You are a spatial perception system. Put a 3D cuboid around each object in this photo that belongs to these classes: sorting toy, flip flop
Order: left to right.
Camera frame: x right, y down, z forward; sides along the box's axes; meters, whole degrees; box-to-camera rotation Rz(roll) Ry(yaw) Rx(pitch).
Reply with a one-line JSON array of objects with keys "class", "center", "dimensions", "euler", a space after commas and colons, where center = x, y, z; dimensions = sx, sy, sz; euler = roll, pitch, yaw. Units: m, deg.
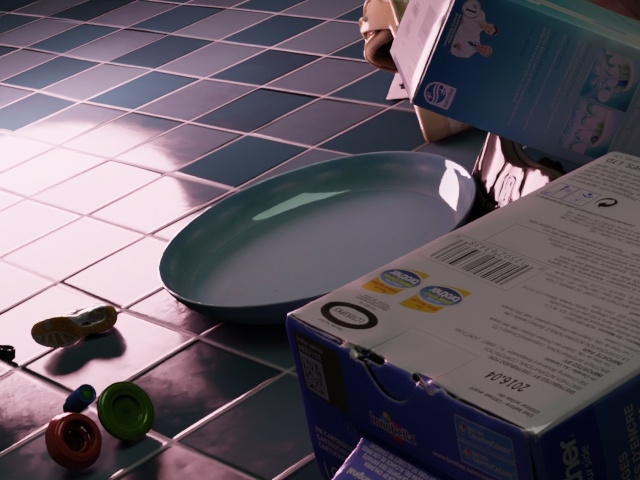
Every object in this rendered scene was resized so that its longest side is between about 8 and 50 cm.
[{"class": "sorting toy", "center": [-0.188, 0.151, 1.226], "dimensions": [0.102, 0.061, 0.042], "euler": [-25, -9, -42]}, {"class": "flip flop", "center": [0.198, -0.037, 1.391], "dimensions": [0.080, 0.112, 0.277], "euler": [15, 11, -16]}]

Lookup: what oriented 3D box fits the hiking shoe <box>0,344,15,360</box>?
[{"class": "hiking shoe", "center": [-0.426, 0.131, 1.298], "dimensions": [0.304, 0.113, 0.132], "euler": [-31, 29, -36]}]

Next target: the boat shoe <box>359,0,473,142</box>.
[{"class": "boat shoe", "center": [0.097, -0.258, 1.770], "dimensions": [0.110, 0.122, 0.341], "euler": [-26, 53, -2]}]

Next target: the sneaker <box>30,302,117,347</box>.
[{"class": "sneaker", "center": [-0.235, 0.081, 1.427], "dimensions": [0.083, 0.032, 0.037], "euler": [-12, 10, -12]}]

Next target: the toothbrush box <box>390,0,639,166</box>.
[{"class": "toothbrush box", "center": [0.231, -0.162, 1.428], "dimensions": [0.295, 0.126, 0.216], "euler": [18, 18, -10]}]

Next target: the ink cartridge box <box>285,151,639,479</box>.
[{"class": "ink cartridge box", "center": [0.164, 0.092, 1.044], "dimensions": [0.395, 0.151, 0.270], "euler": [-24, 25, -28]}]

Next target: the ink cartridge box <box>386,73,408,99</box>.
[{"class": "ink cartridge box", "center": [0.170, -0.231, 1.867], "dimensions": [0.181, 0.062, 0.104], "euler": [-7, 25, 14]}]

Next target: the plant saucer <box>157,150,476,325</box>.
[{"class": "plant saucer", "center": [0.000, 0.000, 1.445], "dimensions": [0.317, 0.044, 0.317], "euler": [-15, 23, 7]}]

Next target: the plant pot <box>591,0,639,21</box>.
[{"class": "plant pot", "center": [0.465, -0.381, 1.645], "dimensions": [0.323, 0.323, 0.280], "euler": [-18, 6, -12]}]
